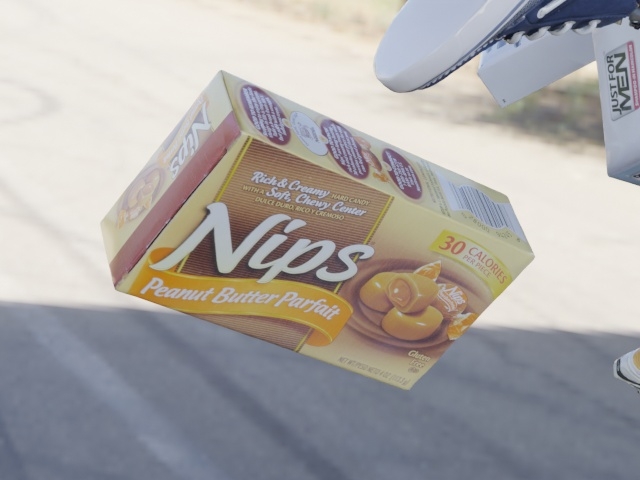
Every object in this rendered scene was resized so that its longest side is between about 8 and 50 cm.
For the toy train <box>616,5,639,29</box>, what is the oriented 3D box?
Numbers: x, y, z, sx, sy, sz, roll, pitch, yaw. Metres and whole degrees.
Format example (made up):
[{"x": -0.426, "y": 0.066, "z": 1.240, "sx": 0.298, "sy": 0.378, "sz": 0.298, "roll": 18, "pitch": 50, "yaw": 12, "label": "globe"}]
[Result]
[{"x": 0.251, "y": -0.205, "z": 1.643, "sx": 0.158, "sy": 0.027, "sz": 0.036, "roll": 15, "pitch": 6, "yaw": 27, "label": "toy train"}]

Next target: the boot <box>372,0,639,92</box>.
[{"x": 0.123, "y": -0.135, "z": 1.054, "sx": 0.086, "sy": 0.190, "sz": 0.069, "roll": 35, "pitch": 27, "yaw": -32, "label": "boot"}]

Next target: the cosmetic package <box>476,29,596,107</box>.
[{"x": 0.291, "y": -0.243, "z": 2.066, "sx": 0.239, "sy": 0.060, "sz": 0.099, "roll": -27, "pitch": 27, "yaw": 27, "label": "cosmetic package"}]

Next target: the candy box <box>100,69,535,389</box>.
[{"x": 0.000, "y": 0.000, "z": 1.540, "sx": 0.316, "sy": 0.183, "sz": 0.088, "roll": 22, "pitch": 32, "yaw": -33, "label": "candy box"}]

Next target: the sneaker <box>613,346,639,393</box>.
[{"x": 0.238, "y": 0.096, "z": 1.282, "sx": 0.083, "sy": 0.032, "sz": 0.037, "roll": 29, "pitch": -32, "yaw": -28, "label": "sneaker"}]

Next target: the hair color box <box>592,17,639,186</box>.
[{"x": 0.438, "y": -0.194, "z": 1.776, "sx": 0.113, "sy": 0.185, "sz": 0.374, "roll": 14, "pitch": -27, "yaw": -37, "label": "hair color box"}]
